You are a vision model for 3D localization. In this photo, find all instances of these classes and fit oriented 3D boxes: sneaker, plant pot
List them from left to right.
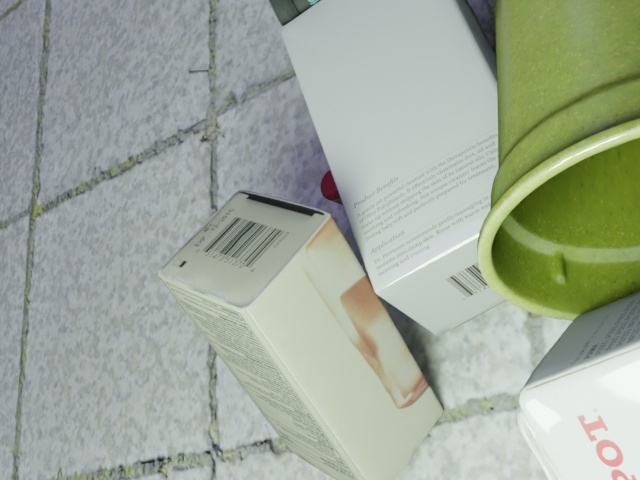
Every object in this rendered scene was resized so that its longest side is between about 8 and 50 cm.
[{"bbox_3d":[0.019,-0.320,1.167,0.106,0.101,0.267,-21,18,22],"label":"sneaker"},{"bbox_3d":[0.243,-0.109,0.746,0.276,0.276,0.254,-30,50,35],"label":"plant pot"}]

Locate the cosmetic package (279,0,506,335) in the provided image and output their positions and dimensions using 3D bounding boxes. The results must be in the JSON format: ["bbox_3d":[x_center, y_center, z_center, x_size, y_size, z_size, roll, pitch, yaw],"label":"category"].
[{"bbox_3d":[0.113,-0.115,1.005,0.197,0.155,0.365,-29,56,19],"label":"cosmetic package"}]

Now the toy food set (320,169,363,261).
[{"bbox_3d":[0.000,0.000,1.139,0.111,0.104,0.232,38,104,45],"label":"toy food set"}]

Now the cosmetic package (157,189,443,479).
[{"bbox_3d":[-0.011,0.106,0.966,0.153,0.296,0.129,16,56,45],"label":"cosmetic package"}]

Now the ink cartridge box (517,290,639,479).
[{"bbox_3d":[0.367,0.126,0.614,0.384,0.160,0.279,-29,91,35],"label":"ink cartridge box"}]
